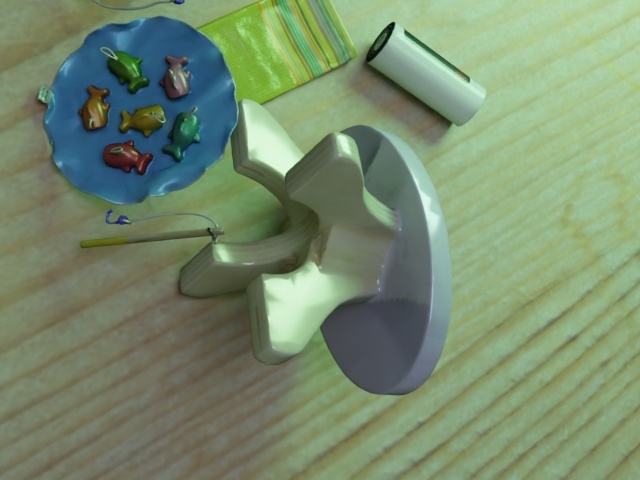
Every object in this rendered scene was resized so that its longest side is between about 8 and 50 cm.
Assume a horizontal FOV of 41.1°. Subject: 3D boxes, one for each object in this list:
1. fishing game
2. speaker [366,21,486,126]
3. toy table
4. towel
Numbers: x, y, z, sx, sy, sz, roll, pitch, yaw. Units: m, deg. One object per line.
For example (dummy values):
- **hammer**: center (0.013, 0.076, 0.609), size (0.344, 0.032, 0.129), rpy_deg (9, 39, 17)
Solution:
- **fishing game**: center (-0.170, -0.125, 0.783), size (0.189, 0.041, 0.264), rpy_deg (-1, 79, 7)
- **speaker**: center (0.121, -0.187, 0.972), size (0.136, 0.055, 0.055), rpy_deg (32, 68, -16)
- **toy table**: center (0.000, 0.000, 0.781), size (0.160, 0.252, 0.274), rpy_deg (12, 43, -36)
- **towel**: center (-0.071, -0.195, 0.899), size (0.237, 0.021, 0.102), rpy_deg (-32, 94, -27)
